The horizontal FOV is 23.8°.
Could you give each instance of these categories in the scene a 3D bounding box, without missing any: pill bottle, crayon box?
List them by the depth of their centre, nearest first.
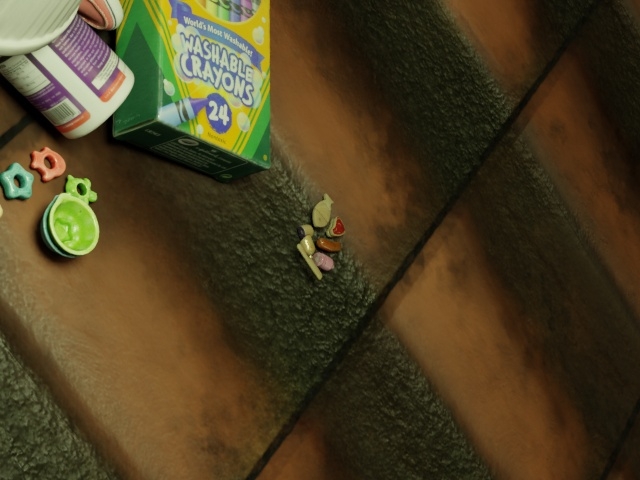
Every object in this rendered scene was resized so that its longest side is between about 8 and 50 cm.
[{"bbox_3d":[-0.308,-0.214,1.688,0.193,0.108,0.108,47,47,-25],"label":"pill bottle"},{"bbox_3d":[-0.154,-0.256,1.871,0.203,0.083,0.323,21,61,-49],"label":"crayon box"}]

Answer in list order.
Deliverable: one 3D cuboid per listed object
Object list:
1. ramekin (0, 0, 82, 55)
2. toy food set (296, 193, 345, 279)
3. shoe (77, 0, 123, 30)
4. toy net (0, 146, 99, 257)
[{"bbox_3d":[-0.333,-0.333,1.548,0.273,0.127,0.273,27,47,-33],"label":"ramekin"},{"bbox_3d":[0.000,0.000,2.010,0.078,0.019,0.122,56,36,-17],"label":"toy food set"},{"bbox_3d":[-0.310,-0.292,1.752,0.178,0.063,0.081,47,52,-22],"label":"shoe"},{"bbox_3d":[-0.334,-0.076,1.657,0.232,0.045,0.122,38,52,-32],"label":"toy net"}]
